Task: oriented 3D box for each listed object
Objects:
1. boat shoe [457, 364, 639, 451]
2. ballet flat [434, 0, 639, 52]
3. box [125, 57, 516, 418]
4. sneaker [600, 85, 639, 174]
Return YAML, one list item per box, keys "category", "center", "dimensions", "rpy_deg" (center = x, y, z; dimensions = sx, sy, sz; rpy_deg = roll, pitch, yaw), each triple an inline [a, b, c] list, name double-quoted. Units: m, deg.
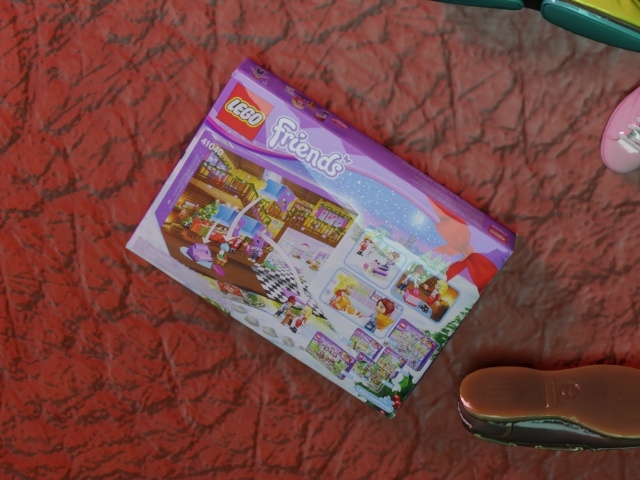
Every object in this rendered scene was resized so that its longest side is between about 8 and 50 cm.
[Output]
- category: "boat shoe"
  center: [0.229, 0.156, 1.425]
  dimensions: [0.207, 0.073, 0.073]
  rpy_deg: [6, 146, 10]
- category: "ballet flat"
  center: [0.185, -0.220, 1.307]
  dimensions: [0.231, 0.077, 0.077]
  rpy_deg: [15, 86, 6]
- category: "box"
  center: [0.000, 0.000, 1.410]
  dimensions: [0.293, 0.057, 0.201]
  rpy_deg: [34, 110, -3]
- category: "sneaker"
  center: [0.285, -0.107, 1.325]
  dimensions: [0.051, 0.070, 0.134]
  rpy_deg: [35, 111, -5]
